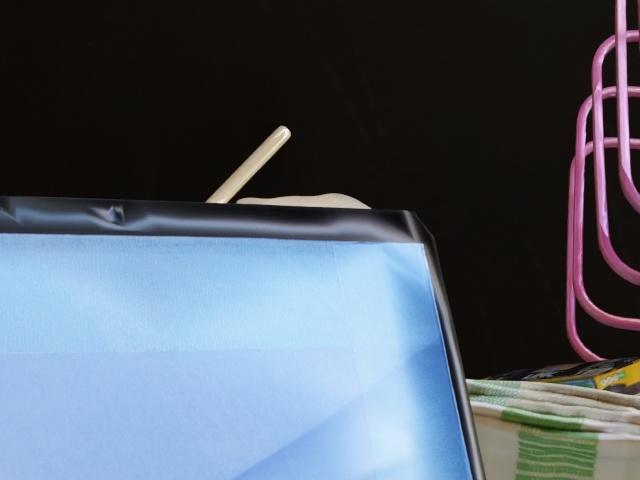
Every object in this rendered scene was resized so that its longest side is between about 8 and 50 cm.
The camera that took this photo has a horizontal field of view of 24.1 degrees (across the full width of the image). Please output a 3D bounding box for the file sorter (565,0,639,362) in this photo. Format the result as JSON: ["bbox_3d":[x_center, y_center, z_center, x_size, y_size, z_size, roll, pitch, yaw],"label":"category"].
[{"bbox_3d":[0.259,-0.053,0.930,0.182,0.290,0.202,5,61,2],"label":"file sorter"}]

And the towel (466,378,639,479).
[{"bbox_3d":[0.134,0.164,0.709,0.325,0.038,0.248,3,128,12],"label":"towel"}]

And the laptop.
[{"bbox_3d":[-0.007,0.087,0.350,0.234,0.264,0.136,1,105,-31],"label":"laptop"}]

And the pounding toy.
[{"bbox_3d":[0.000,0.000,1.324,0.269,0.154,0.155,-5,124,-48],"label":"pounding toy"}]

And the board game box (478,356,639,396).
[{"bbox_3d":[0.169,0.154,0.985,0.048,0.170,0.141,-18,91,-26],"label":"board game box"}]
